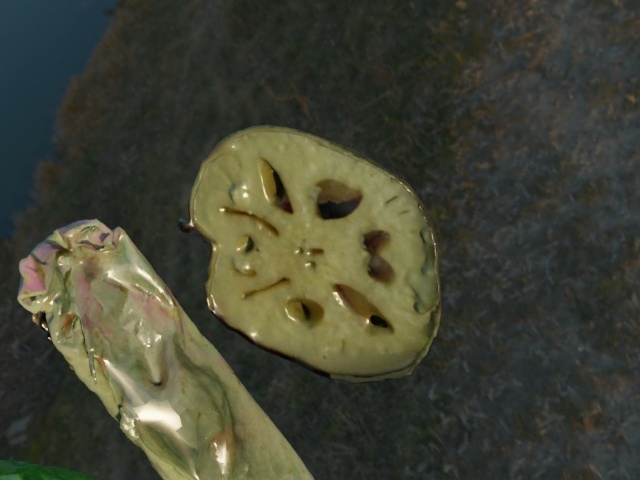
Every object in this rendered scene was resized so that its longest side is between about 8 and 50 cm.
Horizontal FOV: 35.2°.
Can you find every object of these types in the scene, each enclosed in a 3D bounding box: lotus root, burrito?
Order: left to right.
[{"bbox_3d":[-0.102,0.117,0.726,0.096,0.309,0.066,-48,22,-29],"label":"burrito"},{"bbox_3d":[0.004,0.002,0.727,0.203,0.183,0.078,29,33,9],"label":"lotus root"}]

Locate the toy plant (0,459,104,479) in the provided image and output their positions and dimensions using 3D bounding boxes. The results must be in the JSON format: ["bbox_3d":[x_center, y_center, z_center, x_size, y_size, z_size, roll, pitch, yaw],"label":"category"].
[{"bbox_3d":[-0.318,0.133,0.582,0.356,0.210,0.317,25,28,29],"label":"toy plant"}]
